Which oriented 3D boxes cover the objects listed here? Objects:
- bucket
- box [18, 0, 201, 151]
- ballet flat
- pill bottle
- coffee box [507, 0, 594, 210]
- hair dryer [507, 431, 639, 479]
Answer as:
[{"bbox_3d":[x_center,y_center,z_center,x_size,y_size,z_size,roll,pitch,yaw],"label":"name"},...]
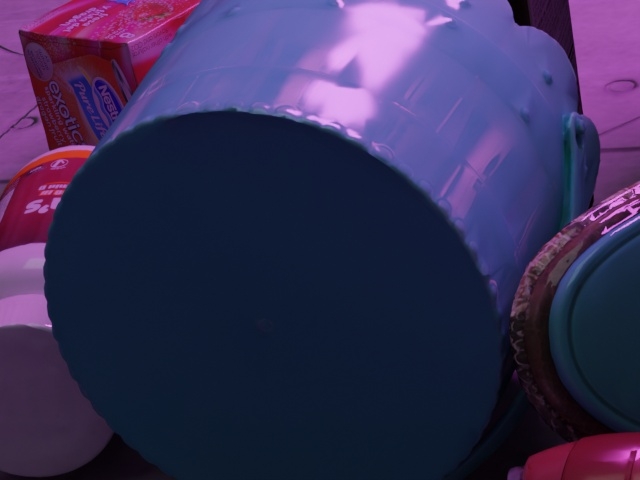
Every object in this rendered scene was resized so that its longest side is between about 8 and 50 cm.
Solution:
[{"bbox_3d":[0.000,0.000,0.996,0.281,0.281,0.183,0,30,21],"label":"bucket"},{"bbox_3d":[-0.094,-0.150,1.476,0.122,0.128,0.257,12,34,38],"label":"box"},{"bbox_3d":[0.293,0.015,1.009,0.482,0.164,0.182,-14,4,-19],"label":"ballet flat"},{"bbox_3d":[-0.155,0.039,1.134,0.121,0.121,0.221,-8,26,6],"label":"pill bottle"},{"bbox_3d":[0.064,-0.120,1.166,0.168,0.297,0.119,-1,31,18],"label":"coffee box"},{"bbox_3d":[0.149,0.109,0.790,0.223,0.080,0.293,-4,4,-41],"label":"hair dryer"}]
